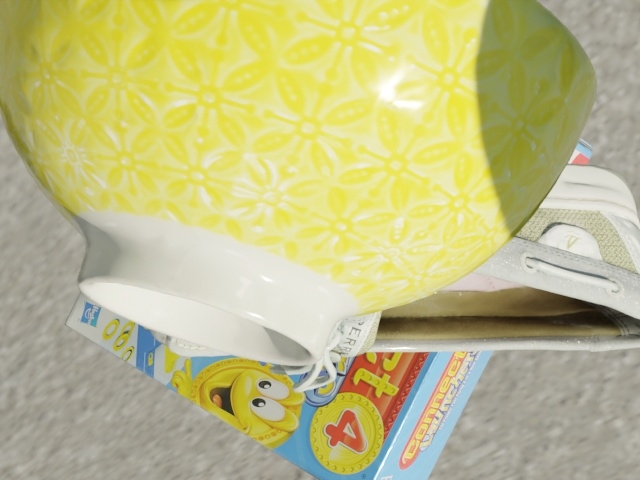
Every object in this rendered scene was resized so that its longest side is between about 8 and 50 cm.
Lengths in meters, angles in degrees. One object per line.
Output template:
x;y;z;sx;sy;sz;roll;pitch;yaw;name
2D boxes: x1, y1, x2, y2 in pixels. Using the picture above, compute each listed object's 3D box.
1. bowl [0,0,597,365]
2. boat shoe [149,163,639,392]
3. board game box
-0.033;-0.035;0.854;0.289;0.289;0.156;22;76;-16;bowl
0.052;0.027;1.063;0.320;0.118;0.103;-4;58;-28;boat shoe
0.000;0.000;1.420;0.302;0.086;0.308;27;93;30;board game box
